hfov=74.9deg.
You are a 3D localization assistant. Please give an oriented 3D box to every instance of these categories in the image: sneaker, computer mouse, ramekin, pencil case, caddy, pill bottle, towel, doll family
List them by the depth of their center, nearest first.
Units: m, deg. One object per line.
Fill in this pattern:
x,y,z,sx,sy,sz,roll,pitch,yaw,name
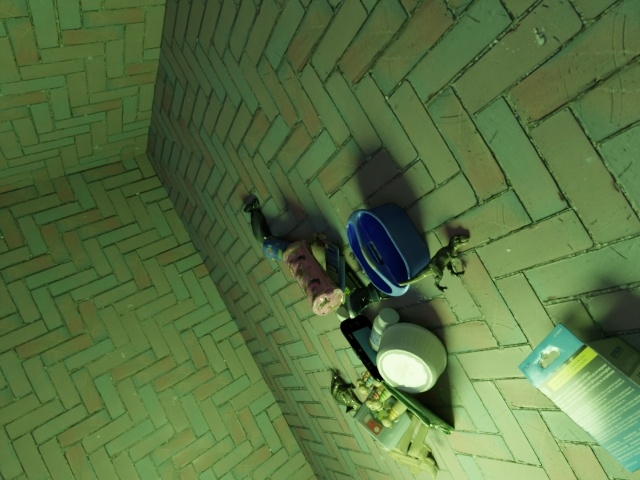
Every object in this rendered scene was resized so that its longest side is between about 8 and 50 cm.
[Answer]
0.228,0.032,1.513,0.342,0.179,0.241,59,147,8,caddy
0.342,0.465,1.614,0.272,0.127,0.273,13,123,21,ramekin
0.192,0.232,1.681,0.163,0.226,0.086,-15,101,17,sneaker
0.399,0.685,1.697,0.247,0.038,0.325,32,174,42,towel
0.196,0.102,1.700,0.076,0.111,0.193,-44,63,19,doll family
0.272,0.376,1.758,0.112,0.111,0.187,41,142,33,pill bottle
-0.039,0.161,1.905,0.167,0.160,0.386,38,-168,-47,pencil case
0.159,0.410,2.001,0.212,0.080,0.094,43,155,42,sneaker
-0.189,0.059,2.198,0.306,0.119,0.133,15,102,51,pencil case
-0.367,-0.091,2.401,0.188,0.072,0.273,-20,95,58,computer mouse

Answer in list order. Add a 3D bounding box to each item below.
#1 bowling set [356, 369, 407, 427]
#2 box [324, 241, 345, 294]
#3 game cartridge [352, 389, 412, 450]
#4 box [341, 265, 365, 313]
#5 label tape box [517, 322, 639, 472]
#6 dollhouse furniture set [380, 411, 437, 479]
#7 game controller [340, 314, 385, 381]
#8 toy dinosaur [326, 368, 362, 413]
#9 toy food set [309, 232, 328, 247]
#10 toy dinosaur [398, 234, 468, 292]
0.243,0.682,1.899,0.287,0.154,0.200,39,173,45,bowling set
0.065,0.123,1.890,0.136,0.036,0.226,28,125,60,box
0.291,0.831,1.974,0.060,0.196,0.294,51,163,-22,game cartridge
0.137,0.241,1.925,0.184,0.045,0.191,51,146,18,box
0.735,0.382,1.086,0.348,0.115,0.249,46,144,31,label tape box
0.476,0.972,1.951,0.355,0.174,0.303,46,150,-22,dollhouse furniture set
0.217,0.466,1.828,0.319,0.166,0.067,52,127,30,game controller
0.110,0.849,2.333,0.313,0.120,0.161,30,122,36,toy dinosaur
0.000,0.000,1.980,0.122,0.019,0.078,6,118,45,toy food set
0.393,0.095,1.362,0.268,0.064,0.118,-44,87,17,toy dinosaur
